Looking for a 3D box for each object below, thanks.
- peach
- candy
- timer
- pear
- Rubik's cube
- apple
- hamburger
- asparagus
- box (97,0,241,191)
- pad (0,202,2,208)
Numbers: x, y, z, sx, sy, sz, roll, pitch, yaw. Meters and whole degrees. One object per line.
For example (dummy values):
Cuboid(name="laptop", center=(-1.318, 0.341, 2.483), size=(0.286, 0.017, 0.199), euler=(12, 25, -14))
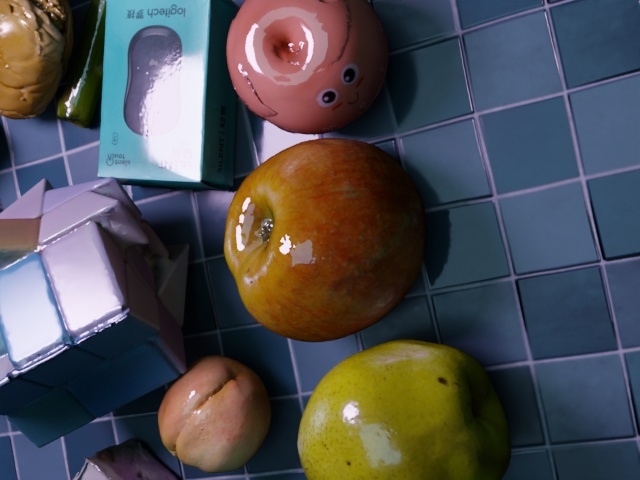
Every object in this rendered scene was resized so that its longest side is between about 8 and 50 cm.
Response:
Cuboid(name="peach", center=(-0.167, 0.273, 1.158), size=(0.184, 0.184, 0.184), euler=(1, 92, 21))
Cuboid(name="candy", center=(-0.342, 0.467, 1.246), size=(0.195, 0.137, 0.185), euler=(35, 103, 18))
Cuboid(name="timer", center=(-0.017, -0.268, 1.057), size=(0.229, 0.215, 0.229), euler=(1, 92, 20))
Cuboid(name="pear", center=(0.108, 0.276, 1.003), size=(0.294, 0.294, 0.294), euler=(1, 92, 21))
Cuboid(name="Rubik's cube", center=(-0.395, 0.097, 1.150), size=(0.387, 0.368, 0.358), euler=(-27, 126, 0))
Cuboid(name="apple", center=(0.000, 0.000, 1.033), size=(0.301, 0.301, 0.301), euler=(1, 92, 21))
Cuboid(name="hamburger", center=(-0.570, -0.357, 1.223), size=(0.318, 0.318, 0.158), euler=(2, 49, 21))
Cuboid(name="asparagus", center=(-0.401, -0.336, 1.282), size=(0.067, 0.060, 0.278), euler=(19, 98, 13))
Cuboid(name="box", center=(-0.248, -0.242, 1.198), size=(0.205, 0.118, 0.311), euler=(5, 93, 22))
Cuboid(name="pad", center=(-0.704, -0.048, 1.436), size=(0.190, 0.004, 0.127), euler=(-22, 84, 20))
